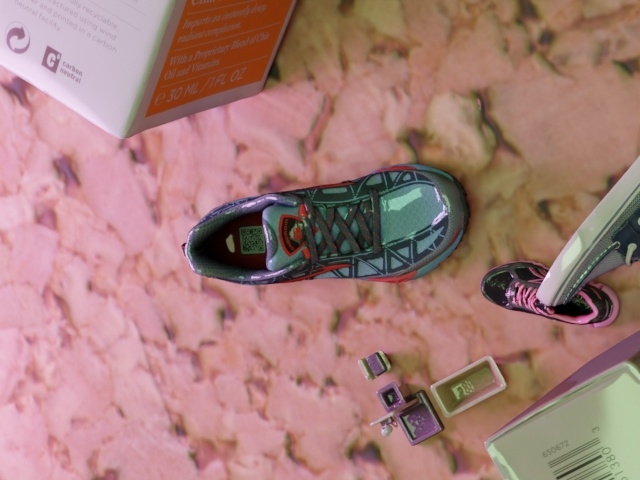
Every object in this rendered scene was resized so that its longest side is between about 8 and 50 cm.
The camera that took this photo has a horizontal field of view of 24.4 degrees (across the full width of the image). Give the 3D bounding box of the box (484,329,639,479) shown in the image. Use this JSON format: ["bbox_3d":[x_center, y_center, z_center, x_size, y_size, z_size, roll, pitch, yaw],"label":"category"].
[{"bbox_3d":[0.246,0.148,1.091,0.121,0.311,0.148,-33,81,22],"label":"box"}]

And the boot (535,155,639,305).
[{"bbox_3d":[0.261,-0.005,1.187,0.086,0.069,0.190,40,94,12],"label":"boot"}]

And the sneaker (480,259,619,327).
[{"bbox_3d":[0.188,0.047,1.246,0.119,0.057,0.047,10,102,23],"label":"sneaker"}]

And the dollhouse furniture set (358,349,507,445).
[{"bbox_3d":[0.091,0.123,1.281,0.114,0.081,0.091,-31,83,23],"label":"dollhouse furniture set"}]

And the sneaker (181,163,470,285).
[{"bbox_3d":[0.000,0.000,1.285,0.262,0.125,0.104,-12,91,24],"label":"sneaker"}]

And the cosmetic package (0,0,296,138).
[{"bbox_3d":[-0.088,-0.328,1.196,0.161,0.230,0.453,32,118,17],"label":"cosmetic package"}]
